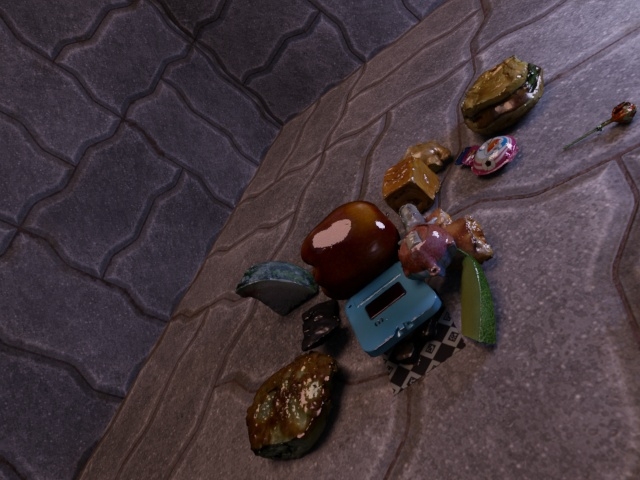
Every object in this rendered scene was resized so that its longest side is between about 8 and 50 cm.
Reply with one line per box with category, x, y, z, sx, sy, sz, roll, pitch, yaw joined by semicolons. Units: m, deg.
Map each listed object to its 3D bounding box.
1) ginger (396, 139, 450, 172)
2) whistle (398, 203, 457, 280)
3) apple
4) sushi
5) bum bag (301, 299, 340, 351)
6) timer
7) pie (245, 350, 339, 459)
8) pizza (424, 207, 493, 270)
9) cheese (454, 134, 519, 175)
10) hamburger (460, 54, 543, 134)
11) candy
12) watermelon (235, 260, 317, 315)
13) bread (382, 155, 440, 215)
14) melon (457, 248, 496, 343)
ginger;0.360;-0.276;1.643;0.216;0.102;0.157;-39;52;10
whistle;0.268;-0.004;1.212;0.346;0.133;0.142;-94;27;-60
apple;0.105;0.024;1.401;0.317;0.288;0.288;-33;24;-5
sushi;0.233;0.242;1.166;0.219;0.047;0.231;-41;25;16
bum bag;-0.001;0.259;1.460;0.137;0.074;0.310;-28;13;5
timer;0.196;0.189;1.209;0.232;0.091;0.250;-38;21;6
pie;-0.079;0.465;1.300;0.354;0.103;0.288;-32;29;29
pizza;0.365;0.002;1.249;0.305;0.085;0.161;27;99;67
cheese;0.515;-0.268;1.416;0.155;0.062;0.244;-54;24;-6
hamburger;0.601;-0.477;1.494;0.265;0.134;0.285;-30;24;50
candy;0.708;-0.285;1.152;0.055;0.049;0.184;-29;-6;-46
watermelon;-0.179;0.184;1.785;0.320;0.214;0.289;-6;15;-14
bread;0.305;-0.178;1.529;0.149;0.158;0.143;-24;33;36
melon;0.358;0.128;1.067;0.114;0.053;0.262;116;160;-55
